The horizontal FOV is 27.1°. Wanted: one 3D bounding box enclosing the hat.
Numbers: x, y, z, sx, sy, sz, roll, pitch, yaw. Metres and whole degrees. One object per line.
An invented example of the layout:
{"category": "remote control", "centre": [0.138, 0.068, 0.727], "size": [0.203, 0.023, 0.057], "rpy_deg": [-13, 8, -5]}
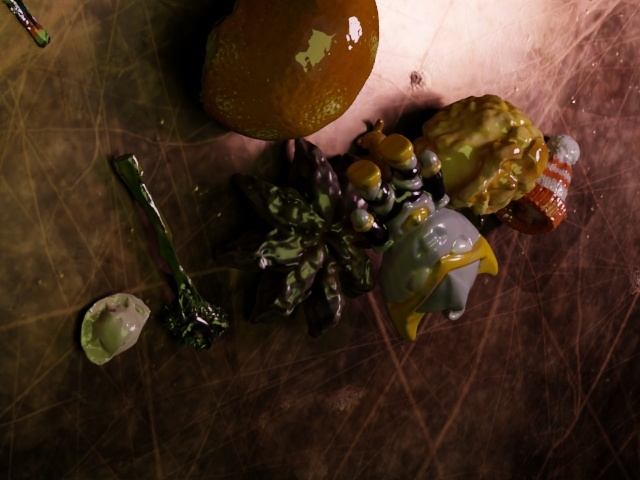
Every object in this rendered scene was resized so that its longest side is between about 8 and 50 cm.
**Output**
{"category": "hat", "centre": [0.305, -0.090, 1.821], "size": [0.162, 0.112, 0.094], "rpy_deg": [-57, 157, -25]}

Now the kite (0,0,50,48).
{"category": "kite", "centre": [-0.317, -0.256, 1.325], "size": [0.183, 0.010, 0.160], "rpy_deg": [-47, 126, -20]}

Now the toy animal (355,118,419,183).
{"category": "toy animal", "centre": [0.087, -0.104, 1.640], "size": [0.060, 0.083, 0.081], "rpy_deg": [16, 94, -40]}

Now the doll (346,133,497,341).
{"category": "doll", "centre": [0.124, -0.001, 1.590], "size": [0.145, 0.103, 0.316], "rpy_deg": [-56, 139, -24]}

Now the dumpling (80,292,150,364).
{"category": "dumpling", "centre": [-0.231, 0.095, 1.470], "size": [0.076, 0.057, 0.052], "rpy_deg": [-49, 169, 10]}

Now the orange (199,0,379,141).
{"category": "orange", "centre": [-0.021, -0.215, 1.477], "size": [0.237, 0.158, 0.179], "rpy_deg": [-57, 145, -14]}

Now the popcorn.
{"category": "popcorn", "centre": [0.199, -0.101, 1.681], "size": [0.180, 0.180, 0.170], "rpy_deg": [-11, 75, -36]}

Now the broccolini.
{"category": "broccolini", "centre": [-0.179, 0.016, 1.501], "size": [0.057, 0.071, 0.254], "rpy_deg": [-20, 113, 12]}

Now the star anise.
{"category": "star anise", "centre": [0.000, 0.001, 1.588], "size": [0.223, 0.109, 0.236], "rpy_deg": [-41, 122, -29]}
